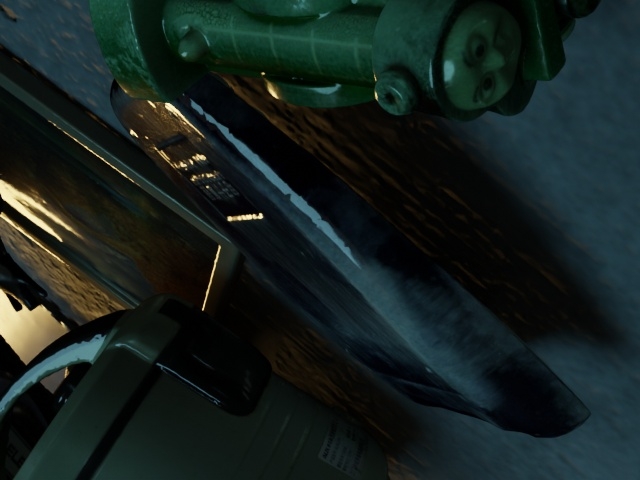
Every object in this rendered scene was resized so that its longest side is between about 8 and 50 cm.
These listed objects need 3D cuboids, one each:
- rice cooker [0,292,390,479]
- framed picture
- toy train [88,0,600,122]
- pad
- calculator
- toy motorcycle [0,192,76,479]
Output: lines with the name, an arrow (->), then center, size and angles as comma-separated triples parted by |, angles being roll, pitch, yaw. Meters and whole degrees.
rice cooker -> -0.093, 0.162, 0.774 | 0.244, 0.226, 0.226 | 35, 150, 1
framed picture -> -0.159, -0.030, 0.810 | 0.250, 0.016, 0.184 | 37, 150, 7
toy train -> 0.009, -0.088, 0.452 | 0.178, 0.104, 0.071 | 15, 138, 38
pad -> -0.227, 0.128, 1.108 | 0.269, 0.012, 0.270 | 43, 151, -5
calculator -> 0.000, 0.000, 0.596 | 0.268, 0.040, 0.177 | 44, 167, -11
toy motorcycle -> -0.254, 0.089, 0.870 | 0.125, 0.212, 0.358 | 7, 142, 39
